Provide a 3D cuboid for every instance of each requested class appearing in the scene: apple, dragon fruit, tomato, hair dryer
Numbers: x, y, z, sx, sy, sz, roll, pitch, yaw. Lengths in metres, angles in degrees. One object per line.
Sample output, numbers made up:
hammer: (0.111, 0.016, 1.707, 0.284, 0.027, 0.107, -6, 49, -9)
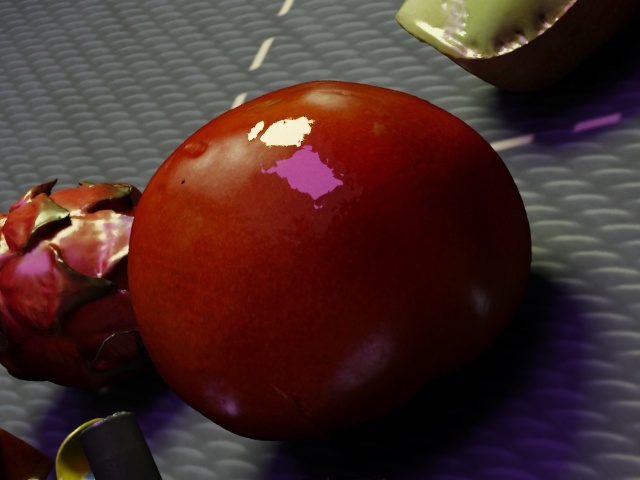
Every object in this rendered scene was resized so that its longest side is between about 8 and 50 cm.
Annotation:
apple: (0.178, -0.220, 1.423, 0.188, 0.174, 0.207, -60, 32, 19)
dragon fruit: (-0.194, 0.037, 1.481, 0.274, 0.192, 0.193, 2, 83, 2)
tomato: (0.000, 0.000, 1.242, 0.299, 0.226, 0.298, -23, 18, 8)
hair dryer: (-0.055, 0.177, 1.212, 0.195, 0.173, 0.050, -25, -10, -4)

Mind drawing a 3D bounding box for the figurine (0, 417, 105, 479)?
figurine: (-0.241, 0.248, 1.324, 0.338, 0.204, 0.283, -15, 30, 16)
